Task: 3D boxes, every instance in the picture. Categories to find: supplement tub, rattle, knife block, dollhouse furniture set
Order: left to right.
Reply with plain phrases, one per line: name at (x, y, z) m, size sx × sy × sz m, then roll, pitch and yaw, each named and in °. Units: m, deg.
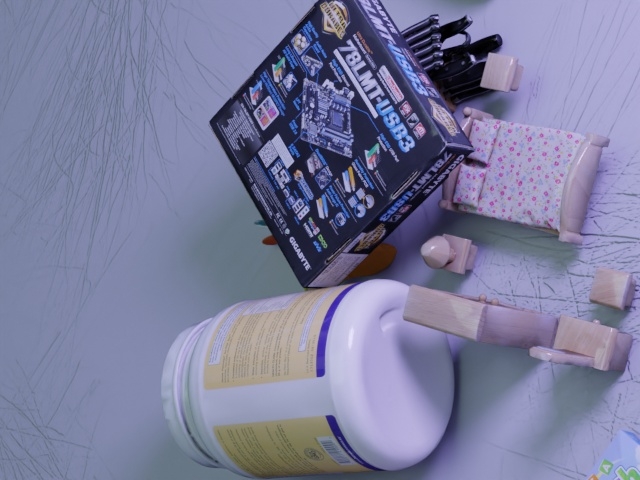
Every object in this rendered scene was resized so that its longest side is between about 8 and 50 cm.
supplement tub at (-0.020, 0.186, 1.904) m, size 0.331 × 0.241 × 0.241 m, roll -10°, pitch 68°, yaw 38°
rattle at (0.000, 0.000, 2.071) m, size 0.143 × 0.130 × 0.199 m, roll -46°, pitch 23°, yaw 6°
knife block at (0.135, -0.213, 2.032) m, size 0.275 × 0.242 × 0.088 m, roll 105°, pitch 164°, yaw -67°
dollhouse furniture set at (0.247, -0.049, 1.773) m, size 0.303 × 0.174 × 0.355 m, roll 16°, pitch 93°, yaw 42°

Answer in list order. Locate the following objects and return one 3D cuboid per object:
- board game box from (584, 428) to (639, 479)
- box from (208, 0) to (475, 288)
board game box at (0.373, 0.340, 1.649) m, size 0.211 × 0.039 × 0.160 m, roll 42°, pitch 104°, yaw 42°
box at (0.019, -0.137, 1.903) m, size 0.293 × 0.073 × 0.295 m, roll -45°, pitch 62°, yaw 28°
